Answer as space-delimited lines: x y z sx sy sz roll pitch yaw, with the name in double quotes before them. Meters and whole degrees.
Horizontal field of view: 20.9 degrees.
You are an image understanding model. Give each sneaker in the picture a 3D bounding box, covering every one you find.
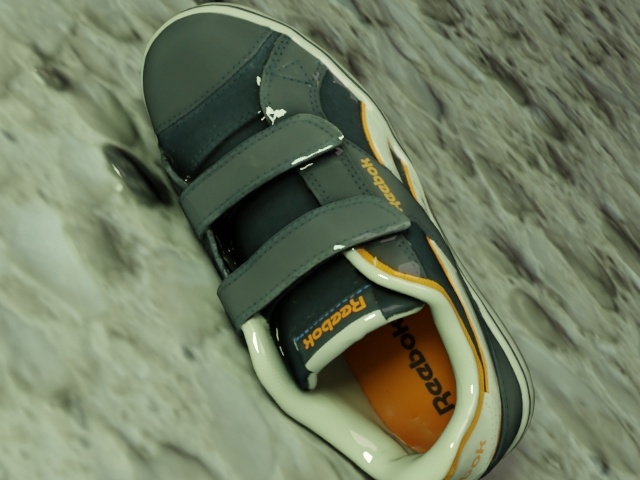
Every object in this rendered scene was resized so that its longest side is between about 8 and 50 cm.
"sneaker" 0.000 0.000 0.970 0.321 0.126 0.127 52 21 5
